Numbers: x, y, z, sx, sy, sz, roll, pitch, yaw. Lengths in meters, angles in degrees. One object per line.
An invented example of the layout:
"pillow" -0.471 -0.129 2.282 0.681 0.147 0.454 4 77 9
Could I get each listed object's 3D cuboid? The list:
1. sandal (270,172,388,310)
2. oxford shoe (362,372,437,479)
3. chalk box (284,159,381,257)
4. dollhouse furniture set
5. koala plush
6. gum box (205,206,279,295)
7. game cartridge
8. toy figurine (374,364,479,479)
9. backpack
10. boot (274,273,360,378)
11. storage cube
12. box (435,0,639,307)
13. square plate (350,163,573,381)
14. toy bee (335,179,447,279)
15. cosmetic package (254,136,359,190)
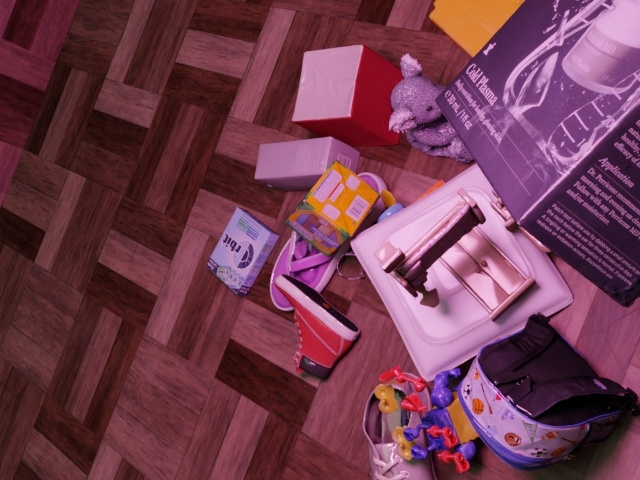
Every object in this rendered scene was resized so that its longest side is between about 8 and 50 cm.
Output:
"sandal" -0.008 -0.010 2.130 0.416 0.102 0.169 -51 51 16
"oxford shoe" 0.166 0.494 1.815 0.169 0.130 0.450 -15 69 33
"chalk box" 0.018 -0.062 1.964 0.132 0.132 0.213 -54 5 -24
"dollhouse furniture set" 0.291 0.017 1.585 0.303 0.355 0.174 -44 71 4
"koala plush" 0.231 -0.291 1.938 0.203 0.221 0.196 7 81 41
"gum box" -0.208 0.028 2.327 0.157 0.041 0.184 37 102 40
"game cartridge" 0.412 -0.481 1.812 0.285 0.052 0.324 -44 54 11
"toy figurine" 0.287 0.380 1.716 0.191 0.217 0.363 -24 89 60
"backpack" 0.382 0.287 1.607 0.276 0.263 0.213 45 122 39
"boot" -0.048 0.207 2.078 0.244 0.088 0.176 41 107 19
"storage cube" 0.074 -0.342 2.105 0.214 0.193 0.184 3 79 41
"box" 0.502 -0.239 1.472 0.472 0.297 0.480 -47 28 18
"square plate" 0.277 0.056 1.796 0.344 0.049 0.347 -31 72 9
"toy bee" 0.169 -0.021 1.968 0.298 0.162 0.195 -17 76 2
"cosmetic package" -0.036 -0.186 2.194 0.237 0.127 0.107 4 79 39
